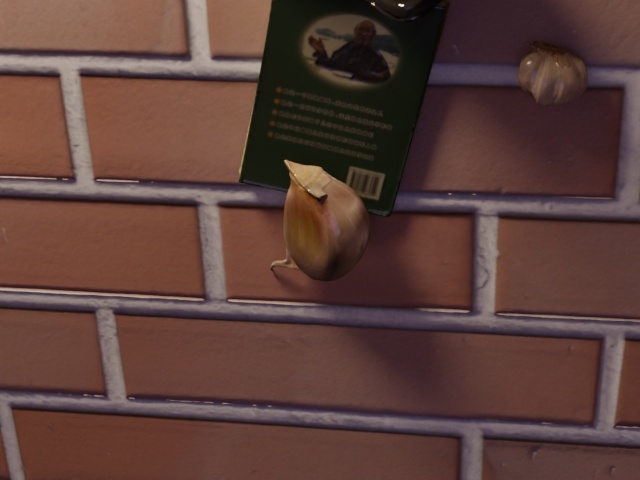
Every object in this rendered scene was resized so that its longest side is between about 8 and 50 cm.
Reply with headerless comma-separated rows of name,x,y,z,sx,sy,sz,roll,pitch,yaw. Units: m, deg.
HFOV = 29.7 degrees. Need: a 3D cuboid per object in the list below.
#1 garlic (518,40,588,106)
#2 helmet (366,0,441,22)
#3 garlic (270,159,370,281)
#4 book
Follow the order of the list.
garlic,0.343,-0.237,1.779,0.113,0.074,0.094,6,112,-12
helmet,0.116,-0.418,1.641,0.216,0.193,0.189,-8,133,21
garlic,0.000,0.005,1.945,0.128,0.148,0.266,-10,138,-31
book,0.027,-0.224,1.859,0.260,0.043,0.371,13,122,-1
